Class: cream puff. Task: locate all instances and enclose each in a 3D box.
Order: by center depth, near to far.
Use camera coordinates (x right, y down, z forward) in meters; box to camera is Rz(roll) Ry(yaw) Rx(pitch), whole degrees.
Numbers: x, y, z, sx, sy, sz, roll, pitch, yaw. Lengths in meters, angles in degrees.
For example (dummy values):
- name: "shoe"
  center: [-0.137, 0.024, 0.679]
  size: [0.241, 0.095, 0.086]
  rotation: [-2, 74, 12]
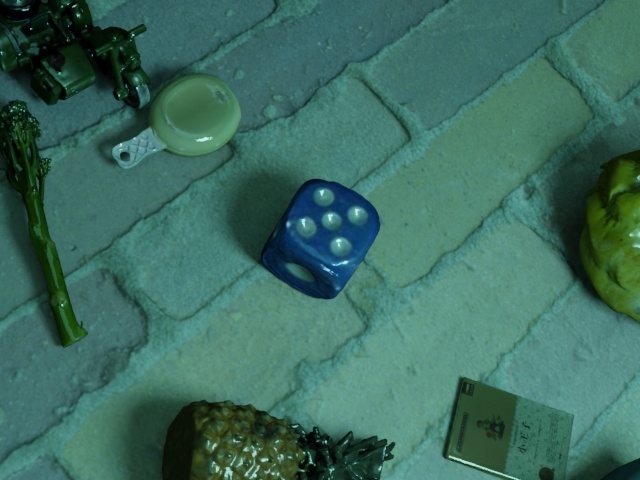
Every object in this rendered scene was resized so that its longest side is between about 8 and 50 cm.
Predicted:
- name: "cream puff"
  center: [0.597, -0.021, 1.683]
  size: [0.325, 0.291, 0.257]
  rotation: [-3, 38, -2]

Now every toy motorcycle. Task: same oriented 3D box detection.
- name: "toy motorcycle"
  center: [-0.405, -0.304, 1.579]
  size: [0.205, 0.127, 0.275]
  rotation: [-36, 78, -28]

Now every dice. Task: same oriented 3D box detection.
- name: "dice"
  center: [0.000, 0.000, 1.551]
  size: [0.143, 0.146, 0.146]
  rotation: [30, 63, -4]

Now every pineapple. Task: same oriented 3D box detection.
- name: "pineapple"
  center: [-0.044, 0.318, 1.416]
  size: [0.341, 0.169, 0.169]
  rotation: [9, 65, -23]

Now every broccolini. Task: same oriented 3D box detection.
- name: "broccolini"
  center: [-0.415, -0.029, 1.508]
  size: [0.074, 0.079, 0.392]
  rotation: [-13, 79, -31]

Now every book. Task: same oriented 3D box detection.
- name: "book"
  center: [0.303, 0.311, 1.575]
  size: [0.199, 0.016, 0.138]
  rotation: [20, 64, -6]

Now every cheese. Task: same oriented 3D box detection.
- name: "cheese"
  center: [-0.237, -0.183, 1.610]
  size: [0.227, 0.064, 0.137]
  rotation: [-34, 79, -24]

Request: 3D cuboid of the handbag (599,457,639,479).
- name: "handbag"
  center: [0.482, 0.466, 1.450]
  size: [0.241, 0.222, 0.263]
  rotation: [-28, 76, -19]
